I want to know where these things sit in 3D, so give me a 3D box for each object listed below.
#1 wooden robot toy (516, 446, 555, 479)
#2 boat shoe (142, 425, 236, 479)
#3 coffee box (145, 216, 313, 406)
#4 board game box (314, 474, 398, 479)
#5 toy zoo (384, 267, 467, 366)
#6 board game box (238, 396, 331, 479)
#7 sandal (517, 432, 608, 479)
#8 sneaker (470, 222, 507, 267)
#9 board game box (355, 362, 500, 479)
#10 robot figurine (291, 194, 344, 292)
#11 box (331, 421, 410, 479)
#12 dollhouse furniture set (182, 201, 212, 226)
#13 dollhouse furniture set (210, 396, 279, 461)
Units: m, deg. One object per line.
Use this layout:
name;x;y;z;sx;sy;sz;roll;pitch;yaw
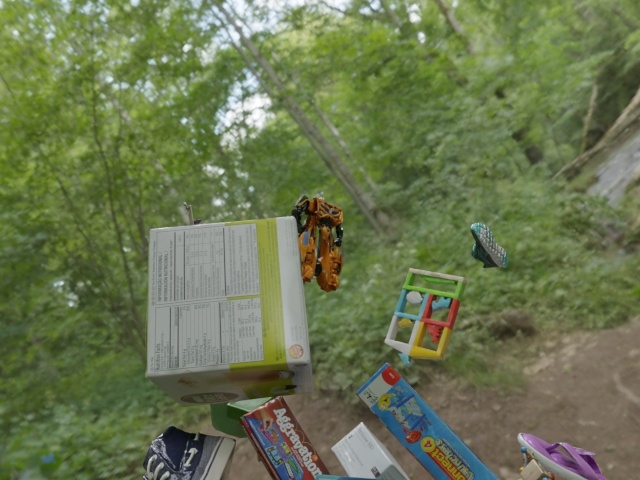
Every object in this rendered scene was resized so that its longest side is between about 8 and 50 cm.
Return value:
wooden robot toy;0.414;0.478;1.204;0.079;0.076;0.173;-47;18;9
boat shoe;-0.274;0.469;1.164;0.340;0.158;0.127;-62;-15;-79
coffee box;-0.200;0.176;1.448;0.335;0.338;0.337;-6;-25;-2
board game box;0.169;0.629;1.343;0.254;0.336;0.079;-18;34;46
toy zoo;0.305;0.234;1.853;0.030;0.192;0.293;36;-111;-46
board game box;-0.093;0.576;1.707;0.145;0.281;0.027;-21;-24;-36
sandal;0.778;0.664;1.825;0.102;0.416;0.169;-61;-11;4
sneaker;0.427;0.022;1.644;0.076;0.166;0.065;-17;37;37
board game box;0.211;0.389;1.272;0.086;0.302;0.308;-43;-13;-4
robot figurine;0.000;0.000;1.888;0.211;0.291;0.085;20;-25;-38
box;0.151;0.635;1.718;0.119;0.181;0.182;-40;-57;-5
dollhouse furniture set;-0.295;-0.059;1.529;0.091;0.081;0.114;-10;2;-31
dollhouse furniture set;-0.277;0.555;1.941;0.151;0.302;0.197;-22;-66;-54
